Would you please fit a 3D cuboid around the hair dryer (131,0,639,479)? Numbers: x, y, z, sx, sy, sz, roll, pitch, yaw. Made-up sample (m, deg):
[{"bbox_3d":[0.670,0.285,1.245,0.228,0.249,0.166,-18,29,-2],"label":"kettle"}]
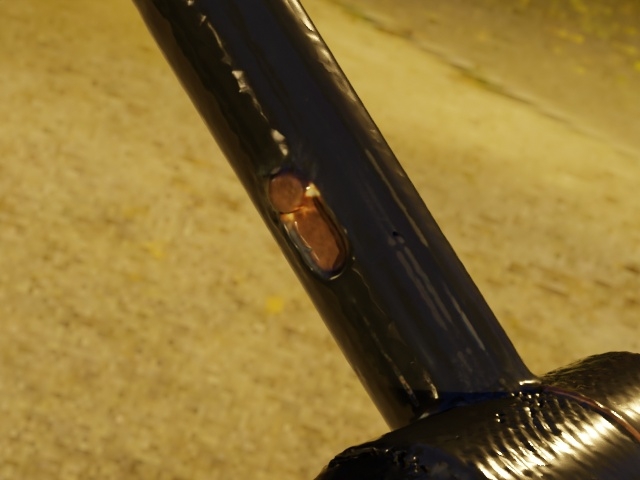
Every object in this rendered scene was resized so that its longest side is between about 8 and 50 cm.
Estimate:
[{"bbox_3d":[0.000,0.000,0.647,0.352,0.107,0.189,57,30,12],"label":"hair dryer"}]
